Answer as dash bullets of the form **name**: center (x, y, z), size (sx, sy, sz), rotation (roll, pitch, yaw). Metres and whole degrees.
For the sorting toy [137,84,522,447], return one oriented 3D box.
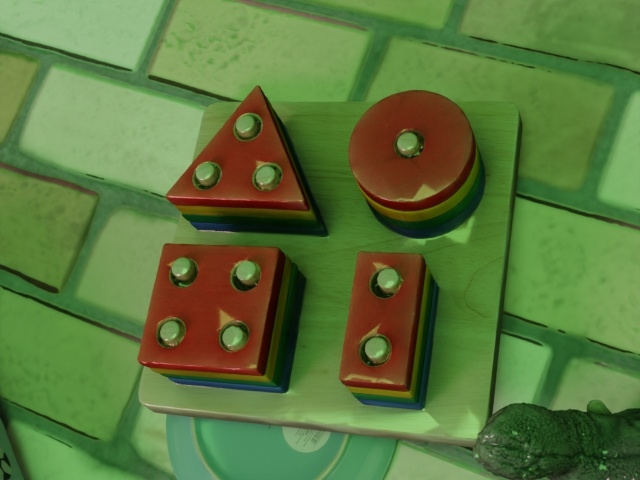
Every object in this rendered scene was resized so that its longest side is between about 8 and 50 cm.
- **sorting toy**: center (0.000, 0.000, 0.726), size (0.257, 0.089, 0.256), rotation (2, 68, 19)

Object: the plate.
- **plate**: center (-0.034, 0.129, 0.753), size (0.188, 0.024, 0.188), rotation (-5, 72, 17)

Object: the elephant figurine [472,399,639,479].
- **elephant figurine**: center (0.216, 0.137, 0.549), size (0.186, 0.239, 0.169), rotation (-34, 67, 6)

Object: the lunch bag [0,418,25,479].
- **lunch bag**: center (-0.370, 0.198, 0.800), size (0.243, 0.115, 0.303), rotation (-36, 68, 8)
